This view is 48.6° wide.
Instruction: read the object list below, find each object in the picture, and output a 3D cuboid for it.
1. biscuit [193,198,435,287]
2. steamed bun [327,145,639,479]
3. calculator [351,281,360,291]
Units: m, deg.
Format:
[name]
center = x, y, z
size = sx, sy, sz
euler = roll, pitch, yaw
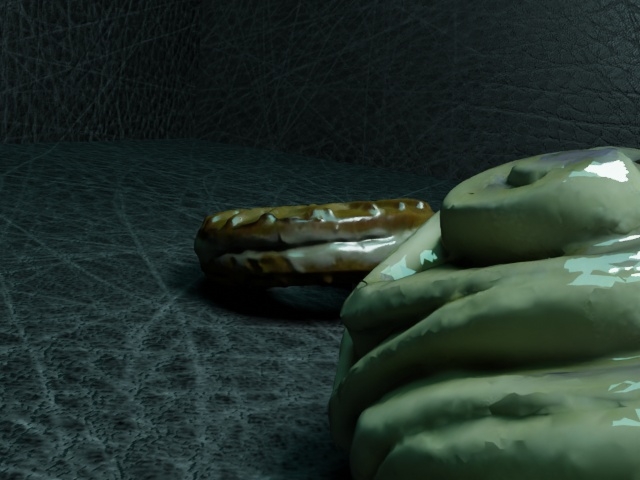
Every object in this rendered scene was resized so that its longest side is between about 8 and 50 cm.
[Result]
[biscuit]
center = 0.000, 0.000, 0.952
size = 0.332, 0.103, 0.332
euler = -3, 2, 0
[steamed bun]
center = 0.186, 0.062, 0.466
size = 0.339, 0.247, 0.352
euler = 21, 29, 35
[calculator]
center = 0.197, 0.094, 0.905
size = 0.294, 0.043, 0.194
euler = 4, 11, -27
